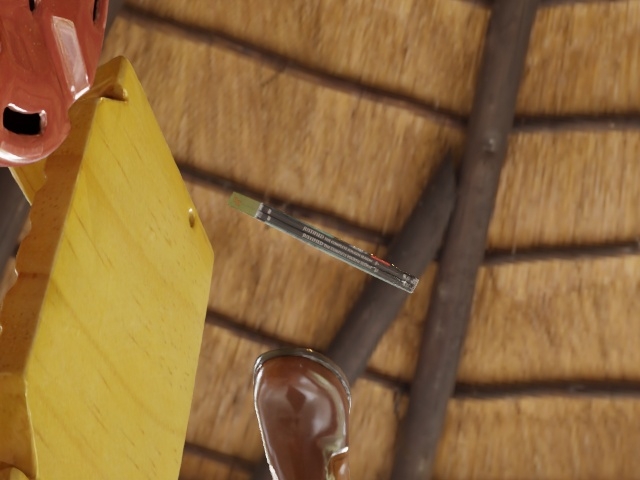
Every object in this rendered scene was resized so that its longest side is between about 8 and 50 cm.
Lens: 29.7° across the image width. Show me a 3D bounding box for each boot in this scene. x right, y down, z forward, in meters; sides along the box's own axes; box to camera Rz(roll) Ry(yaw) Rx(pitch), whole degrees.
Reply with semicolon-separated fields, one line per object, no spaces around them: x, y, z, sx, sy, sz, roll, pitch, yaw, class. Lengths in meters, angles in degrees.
-0.017;0.274;1.138;0.096;0.280;0.264;-1;-46;1;boot

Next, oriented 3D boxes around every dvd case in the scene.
0.000;0.000;0.811;0.119;0.013;0.087;27;-1;-18;dvd case

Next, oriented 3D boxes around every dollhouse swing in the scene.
-0.260;0.101;0.841;0.304;0.347;0.315;-4;-40;13;dollhouse swing

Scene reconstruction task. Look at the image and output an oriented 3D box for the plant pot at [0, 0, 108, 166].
-0.258;-0.143;0.575;0.265;0.272;0.272;4;-38;11;plant pot
